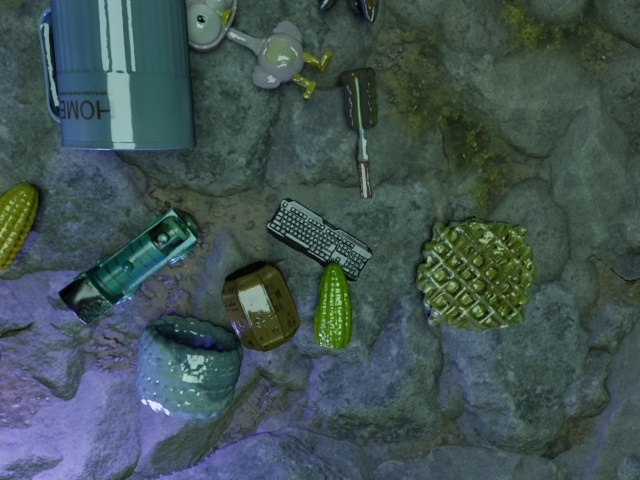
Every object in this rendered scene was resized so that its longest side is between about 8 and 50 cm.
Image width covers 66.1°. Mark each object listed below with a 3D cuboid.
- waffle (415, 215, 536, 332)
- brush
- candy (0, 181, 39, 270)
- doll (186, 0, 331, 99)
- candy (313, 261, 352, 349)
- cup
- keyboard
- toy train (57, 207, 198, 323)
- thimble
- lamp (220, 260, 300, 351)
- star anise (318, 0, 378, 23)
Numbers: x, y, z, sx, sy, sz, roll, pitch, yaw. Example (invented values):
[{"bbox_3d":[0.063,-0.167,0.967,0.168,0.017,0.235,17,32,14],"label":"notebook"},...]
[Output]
[{"bbox_3d":[0.395,0.089,1.227,0.317,0.073,0.297,2,98,-6],"label":"waffle"},{"bbox_3d":[0.099,-0.245,1.156,0.084,0.071,0.301,-3,108,11],"label":"brush"},{"bbox_3d":[-0.685,-0.038,1.082,0.106,0.094,0.199,30,87,26],"label":"candy"},{"bbox_3d":[-0.161,-0.442,1.076,0.365,0.094,0.160,28,92,-10],"label":"doll"},{"bbox_3d":[0.031,0.156,1.191,0.096,0.097,0.210,0,96,-6],"label":"candy"},{"bbox_3d":[-0.401,-0.349,0.995,0.256,0.331,0.311,-8,107,-34],"label":"cup"},{"bbox_3d":[0.000,0.000,1.199,0.262,0.016,0.106,31,94,-10],"label":"keyboard"},{"bbox_3d":[-0.403,0.048,1.074,0.298,0.194,0.120,-38,100,0],"label":"toy train"},{"bbox_3d":[-0.304,0.284,1.114,0.250,0.205,0.172,17,98,16],"label":"thimble"},{"bbox_3d":[-0.138,0.152,1.141,0.161,0.161,0.185,-21,103,-3],"label":"lamp"},{"bbox_3d":[0.075,-0.633,1.062,0.331,0.117,0.332,0,91,-11],"label":"star anise"}]
